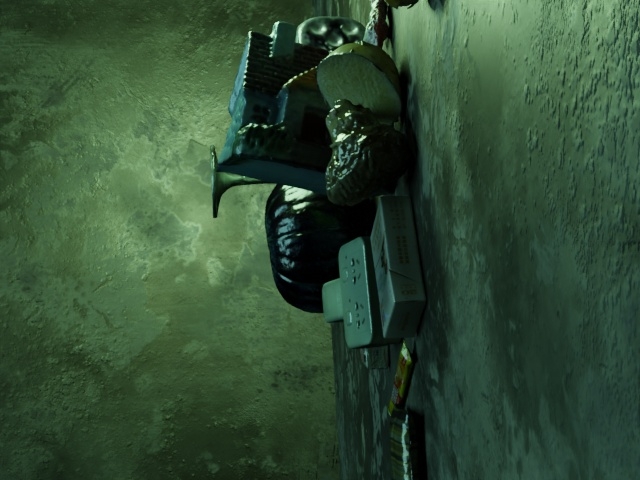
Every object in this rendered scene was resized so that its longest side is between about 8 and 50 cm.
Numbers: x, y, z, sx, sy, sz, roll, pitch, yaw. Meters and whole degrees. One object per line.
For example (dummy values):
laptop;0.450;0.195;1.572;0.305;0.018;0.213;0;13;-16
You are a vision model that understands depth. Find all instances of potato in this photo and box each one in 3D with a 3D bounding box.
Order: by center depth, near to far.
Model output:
potato;0.098;-0.315;2.037;0.202;0.182;0.117;53;-132;-24

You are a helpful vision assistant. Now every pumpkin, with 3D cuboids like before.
pumpkin;0.000;0.000;2.537;0.363;0.266;0.363;175;90;-83

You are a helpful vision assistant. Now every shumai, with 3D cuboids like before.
shumai;0.066;-0.176;1.963;0.175;0.166;0.206;57;144;19

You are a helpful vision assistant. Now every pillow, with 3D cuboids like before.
pillow;0.163;0.430;1.999;0.208;0.052;0.212;98;170;-85

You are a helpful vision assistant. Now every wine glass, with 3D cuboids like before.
wine glass;-0.103;-0.169;2.868;0.267;0.406;0.267;177;90;-83

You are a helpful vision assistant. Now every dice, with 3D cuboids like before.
dice;0.026;-0.425;2.507;0.182;0.183;0.181;98;170;-55

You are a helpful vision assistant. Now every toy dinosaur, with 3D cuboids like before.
toy dinosaur;0.117;-0.426;2.137;0.167;0.053;0.242;129;147;-73

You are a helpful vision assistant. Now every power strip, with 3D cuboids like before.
power strip;0.111;0.121;2.249;0.261;0.141;0.229;149;118;-69

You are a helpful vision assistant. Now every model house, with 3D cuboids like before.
model house;-0.007;-0.288;2.219;0.297;0.360;0.339;158;123;-75

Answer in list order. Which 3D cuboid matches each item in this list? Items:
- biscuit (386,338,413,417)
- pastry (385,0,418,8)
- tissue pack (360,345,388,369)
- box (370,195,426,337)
biscuit;0.165;0.291;2.088;0.292;0.026;0.048;94;153;-54
pastry;0.138;-0.464;1.719;0.153;0.081;0.153;-173;90;-82
tissue pack;0.124;0.255;2.366;0.094;0.059;0.074;-177;83;-86
box;0.145;0.051;1.951;0.149;0.067;0.233;94;172;-57
